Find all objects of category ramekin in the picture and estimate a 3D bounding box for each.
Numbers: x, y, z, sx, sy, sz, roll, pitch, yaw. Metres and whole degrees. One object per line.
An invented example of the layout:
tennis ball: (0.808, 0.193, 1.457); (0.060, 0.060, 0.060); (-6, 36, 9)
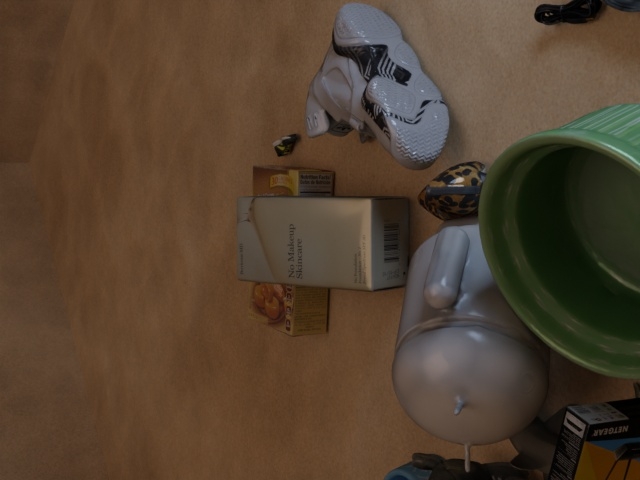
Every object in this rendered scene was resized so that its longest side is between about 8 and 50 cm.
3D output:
ramekin: (0.343, -0.008, 1.139); (0.303, 0.148, 0.303); (34, 140, 34)

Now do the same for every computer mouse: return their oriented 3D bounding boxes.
computer mouse: (0.334, -0.385, 1.324); (0.106, 0.042, 0.193); (17, 106, 59)

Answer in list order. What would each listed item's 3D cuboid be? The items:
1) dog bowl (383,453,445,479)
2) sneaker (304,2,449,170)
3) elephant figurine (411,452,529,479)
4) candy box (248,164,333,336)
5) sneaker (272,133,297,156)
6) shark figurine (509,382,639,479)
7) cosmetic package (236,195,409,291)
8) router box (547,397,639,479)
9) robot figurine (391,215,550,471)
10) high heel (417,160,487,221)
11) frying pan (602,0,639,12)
dog bowl: (0.173, 0.498, 1.605); (0.166, 0.074, 0.297); (-35, 61, 54)
sneaker: (0.085, -0.211, 1.665); (0.210, 0.137, 0.366); (-61, 38, 41)
elephant figurine: (0.228, 0.446, 1.429); (0.186, 0.169, 0.240); (-102, 9, -74)
candy box: (-0.062, 0.014, 1.957); (0.183, 0.087, 0.317); (12, 103, 57)
sneaker: (-0.067, -0.193, 2.019); (0.083, 0.031, 0.035); (-19, 89, 62)
shark figurine: (0.315, 0.279, 1.325); (0.278, 0.116, 0.166); (-15, 80, 60)
cosmetic package: (0.000, 0.000, 1.745); (0.309, 0.113, 0.160); (1, 94, 39)
router box: (0.357, 0.256, 1.186); (0.046, 0.178, 0.133); (38, 124, 55)
robot figurine: (0.204, 0.122, 1.323); (0.199, 0.300, 0.353); (-11, 41, 25)
high heel: (0.172, -0.072, 1.469); (0.261, 0.186, 0.093); (-3, 89, 59)
frying pan: (0.432, -0.358, 1.156); (0.326, 0.053, 0.197); (28, 115, 53)
